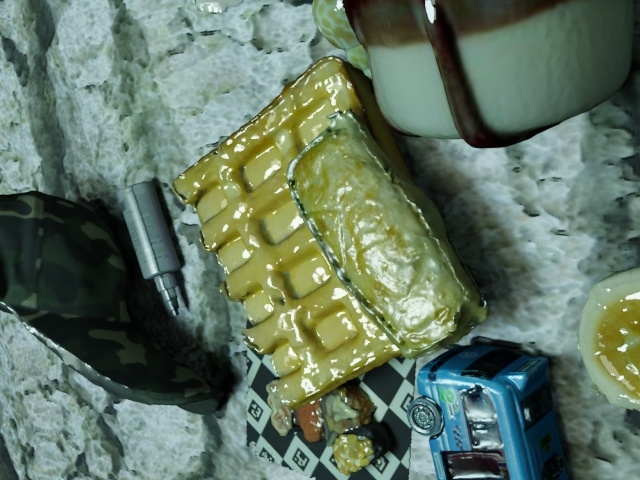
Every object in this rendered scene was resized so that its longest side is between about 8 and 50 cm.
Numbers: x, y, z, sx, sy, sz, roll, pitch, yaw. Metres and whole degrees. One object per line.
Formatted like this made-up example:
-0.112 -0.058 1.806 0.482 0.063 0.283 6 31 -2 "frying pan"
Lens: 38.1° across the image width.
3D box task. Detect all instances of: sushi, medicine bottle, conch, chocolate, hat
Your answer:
-0.014 0.208 1.199 0.290 0.050 0.264 15 109 39 "sushi"
-0.240 0.015 1.350 0.057 0.057 0.199 -23 85 42 "medicine bottle"
0.044 -0.274 1.003 0.116 0.106 0.173 153 117 -61 "conch"
0.162 -0.190 0.835 0.283 0.283 0.186 3 123 41 "chocolate"
-0.297 0.089 1.339 0.381 0.366 0.257 13 81 12 "hat"

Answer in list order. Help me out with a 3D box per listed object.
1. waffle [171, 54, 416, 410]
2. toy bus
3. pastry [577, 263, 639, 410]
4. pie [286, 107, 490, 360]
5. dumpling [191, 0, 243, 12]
-0.001 0.000 1.098 0.304 0.077 0.348 -32 78 31 "waffle"
0.190 0.237 0.982 0.134 0.113 0.246 -9 96 38 "toy bus"
0.318 0.093 0.852 0.166 0.088 0.166 15 112 41 "pastry"
0.060 -0.010 0.978 0.128 0.068 0.282 -43 67 24 "pie"
-0.122 -0.368 1.133 0.127 0.108 0.188 -25 65 19 "dumpling"
